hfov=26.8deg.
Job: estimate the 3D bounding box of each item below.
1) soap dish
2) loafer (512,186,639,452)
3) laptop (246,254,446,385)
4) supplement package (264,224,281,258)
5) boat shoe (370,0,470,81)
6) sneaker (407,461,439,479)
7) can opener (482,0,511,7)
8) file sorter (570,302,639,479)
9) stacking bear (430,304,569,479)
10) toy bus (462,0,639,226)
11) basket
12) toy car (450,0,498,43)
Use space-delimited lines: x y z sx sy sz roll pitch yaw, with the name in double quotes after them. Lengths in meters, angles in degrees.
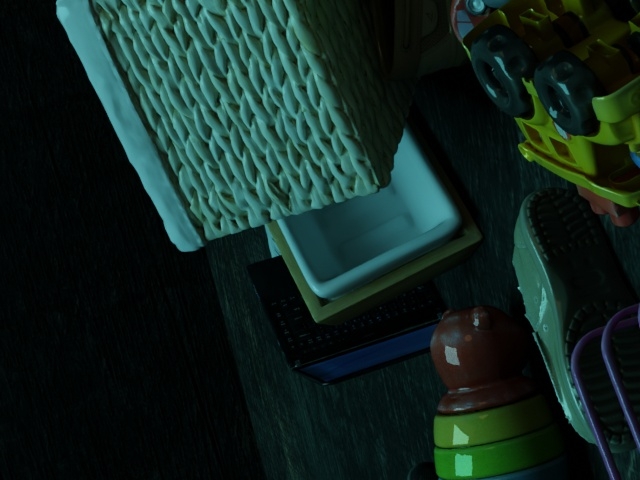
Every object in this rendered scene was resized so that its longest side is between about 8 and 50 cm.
0.046 -0.047 1.712 0.291 0.229 0.118 63 179 33 "soap dish"
0.257 0.081 1.316 0.092 0.102 0.268 106 153 -67 "loafer"
0.057 0.074 1.754 0.136 0.234 0.264 98 151 -56 "laptop"
0.000 0.000 2.069 0.134 0.139 0.244 -139 33 -65 "supplement package"
0.080 -0.342 1.438 0.121 0.110 0.341 -159 53 -72 "boat shoe"
0.203 0.411 1.906 0.227 0.087 0.130 65 162 15 "sneaker"
0.137 -0.357 1.258 0.095 0.076 0.283 -2 106 54 "can opener"
0.315 0.092 0.896 0.291 0.202 0.182 117 135 -70 "file sorter"
0.205 0.215 1.551 0.175 0.164 0.289 160 97 -75 "stacking bear"
0.242 -0.100 1.093 0.220 0.149 0.211 40 157 60 "toy bus"
-0.076 -0.225 1.522 0.328 0.266 0.331 -71 -39 -56 "basket"
0.115 -0.305 1.319 0.239 0.053 0.225 34 -136 -46 "toy car"
